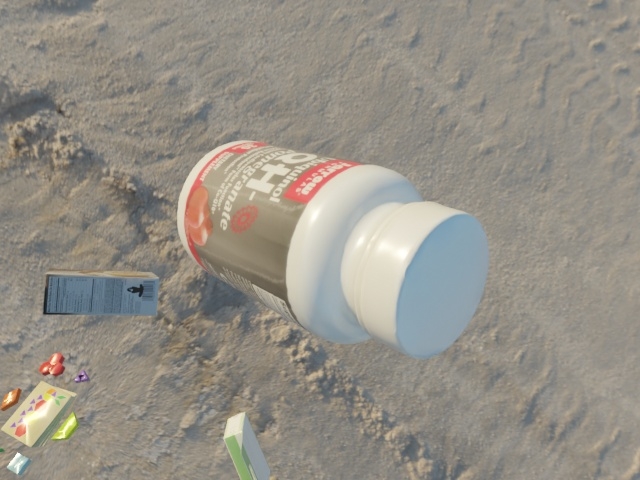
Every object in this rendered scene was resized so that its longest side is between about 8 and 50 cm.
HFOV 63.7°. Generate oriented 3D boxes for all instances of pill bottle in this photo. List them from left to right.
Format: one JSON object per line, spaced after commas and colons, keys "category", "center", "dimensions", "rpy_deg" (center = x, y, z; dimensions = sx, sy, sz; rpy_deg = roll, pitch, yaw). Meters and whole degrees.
{"category": "pill bottle", "center": [0.000, 0.000, 0.537], "dimensions": [0.176, 0.319, 0.176], "rpy_deg": [-17, 116, -39]}

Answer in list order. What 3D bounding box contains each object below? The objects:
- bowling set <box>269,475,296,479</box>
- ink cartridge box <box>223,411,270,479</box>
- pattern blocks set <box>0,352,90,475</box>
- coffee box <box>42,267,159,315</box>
{"category": "bowling set", "center": [-0.101, 0.783, 1.442], "dimensions": [0.287, 0.154, 0.199], "rpy_deg": [39, 20, -55]}
{"category": "ink cartridge box", "center": [-0.170, 0.524, 1.196], "dimensions": [0.056, 0.235, 0.171], "rpy_deg": [-22, 95, -3]}
{"category": "pattern blocks set", "center": [-0.842, 0.518, 1.553], "dimensions": [0.286, 0.026, 0.324], "rpy_deg": [23, 57, 27]}
{"category": "coffee box", "center": [-0.534, 0.125, 1.260], "dimensions": [0.247, 0.141, 0.098], "rpy_deg": [5, 90, -25]}
